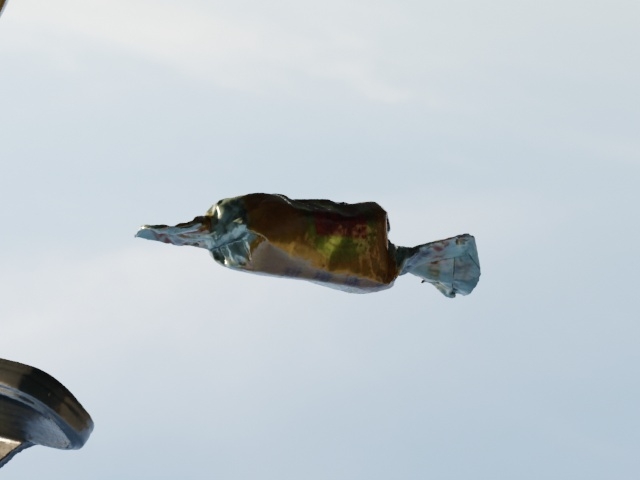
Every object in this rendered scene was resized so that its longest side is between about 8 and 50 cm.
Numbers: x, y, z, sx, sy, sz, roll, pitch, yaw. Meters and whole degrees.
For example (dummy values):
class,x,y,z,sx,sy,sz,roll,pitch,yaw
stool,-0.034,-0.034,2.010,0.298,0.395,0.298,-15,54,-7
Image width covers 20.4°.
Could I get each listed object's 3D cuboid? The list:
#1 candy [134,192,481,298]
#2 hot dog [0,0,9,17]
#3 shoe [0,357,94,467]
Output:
class,x,y,z,sx,sy,sz,roll,pitch,yaw
candy,0.000,0.000,0.864,0.182,0.046,0.053,10,177,-26
hot dog,-0.173,-0.056,0.690,0.071,0.165,0.045,-8,138,42
shoe,-0.296,0.152,1.487,0.241,0.108,0.093,2,-132,44
